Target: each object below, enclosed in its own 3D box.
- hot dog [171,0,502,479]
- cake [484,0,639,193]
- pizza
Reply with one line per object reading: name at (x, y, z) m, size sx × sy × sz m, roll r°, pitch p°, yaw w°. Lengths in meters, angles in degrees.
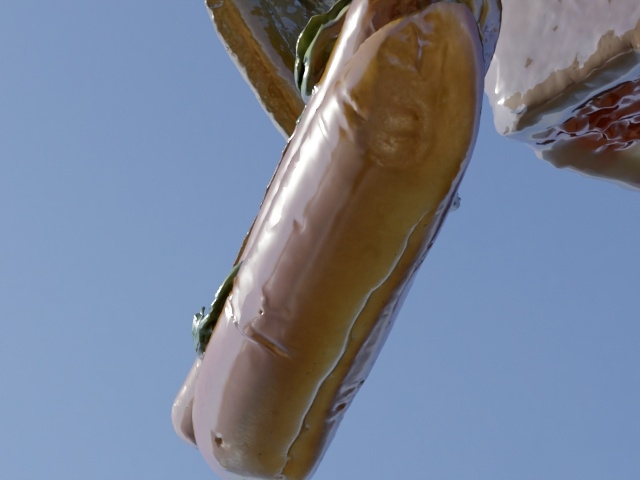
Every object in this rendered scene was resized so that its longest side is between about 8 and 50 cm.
hot dog at (0.000, 0.000, 0.703) m, size 0.068 × 0.100 × 0.249 m, roll 20°, pitch -49°, yaw -3°
cake at (0.251, -0.179, 1.150) m, size 0.237 × 0.230 × 0.309 m, roll 16°, pitch -35°, yaw -37°
pizza at (0.013, -0.081, 1.031) m, size 0.034 × 0.181 × 0.262 m, roll -32°, pitch -38°, yaw 17°
